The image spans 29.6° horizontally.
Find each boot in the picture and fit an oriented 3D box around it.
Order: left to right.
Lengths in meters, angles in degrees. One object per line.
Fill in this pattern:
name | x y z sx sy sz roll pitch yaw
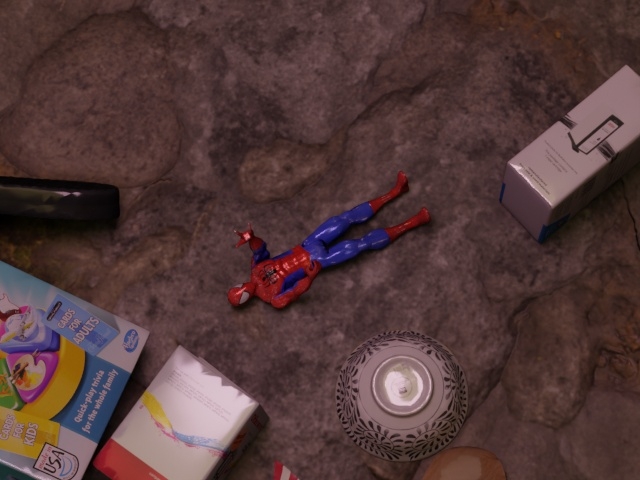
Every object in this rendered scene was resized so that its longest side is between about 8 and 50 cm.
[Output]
boot | 0.170 0.397 1.413 0.104 0.295 0.211 -2 113 8

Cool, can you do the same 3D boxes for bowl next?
bowl | 0.102 0.186 1.502 0.170 0.080 0.170 -1 74 2

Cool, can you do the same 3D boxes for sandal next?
sandal | -0.485 -0.032 1.568 0.445 0.167 0.107 4 97 4

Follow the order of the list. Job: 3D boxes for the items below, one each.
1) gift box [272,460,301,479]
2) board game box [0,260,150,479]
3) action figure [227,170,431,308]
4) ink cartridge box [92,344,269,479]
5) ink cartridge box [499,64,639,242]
gift box | -0.037 0.394 1.328 0.255 0.258 0.276 -20 71 23
board game box | -0.405 0.147 1.439 0.336 0.079 0.254 26 45 -7
action figure | 0.000 0.000 1.538 0.280 0.139 0.091 -30 73 -3
ink cartridge box | -0.166 0.241 1.476 0.127 0.128 0.176 33 79 12
ink cartridge box | 0.334 -0.107 1.539 0.203 0.148 0.086 -39 73 -9
